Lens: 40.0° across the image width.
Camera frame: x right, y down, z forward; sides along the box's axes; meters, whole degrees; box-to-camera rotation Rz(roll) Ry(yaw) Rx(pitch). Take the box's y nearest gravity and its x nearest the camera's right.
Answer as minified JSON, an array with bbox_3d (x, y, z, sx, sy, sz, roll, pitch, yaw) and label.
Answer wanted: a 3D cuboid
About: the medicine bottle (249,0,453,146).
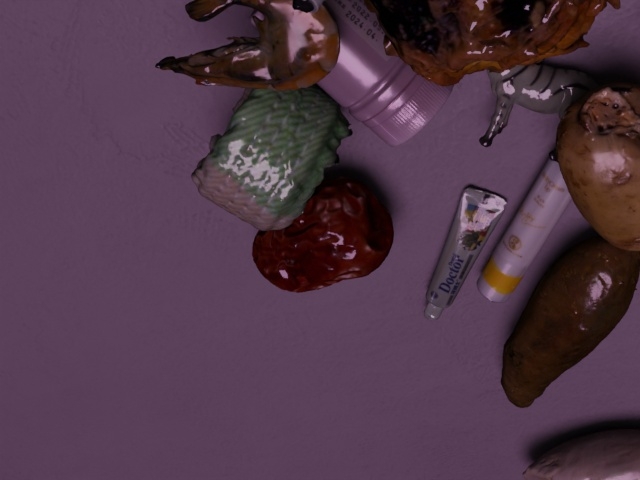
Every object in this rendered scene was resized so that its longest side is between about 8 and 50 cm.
[{"bbox_3d":[0.042,-0.245,1.122,0.250,0.133,0.133,41,126,-15],"label":"medicine bottle"}]

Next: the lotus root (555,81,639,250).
[{"bbox_3d":[0.395,-0.082,1.111,0.160,0.146,0.284,-42,136,1],"label":"lotus root"}]

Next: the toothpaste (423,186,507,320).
[{"bbox_3d":[0.210,0.028,1.354,0.067,0.037,0.255,19,126,0],"label":"toothpaste"}]

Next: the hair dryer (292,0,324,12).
[{"bbox_3d":[0.044,-0.341,0.995,0.131,0.236,0.073,37,159,-15],"label":"hair dryer"}]

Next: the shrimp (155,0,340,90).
[{"bbox_3d":[-0.101,-0.243,1.051,0.255,0.059,0.145,8,133,19],"label":"shrimp"}]

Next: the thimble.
[{"bbox_3d":[-0.067,-0.122,1.196,0.150,0.219,0.219,32,128,-11],"label":"thimble"}]

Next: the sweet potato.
[{"bbox_3d":[0.362,0.141,1.346,0.131,0.130,0.422,19,131,0],"label":"sweet potato"}]

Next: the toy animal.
[{"bbox_3d":[0.279,-0.199,1.134,0.217,0.073,0.176,11,127,-2],"label":"toy animal"}]

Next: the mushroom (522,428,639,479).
[{"bbox_3d":[0.512,0.381,1.493,0.350,0.128,0.128,-18,121,21],"label":"mushroom"}]

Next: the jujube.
[{"bbox_3d":[0.000,0.000,1.317,0.230,0.155,0.155,-30,115,38],"label":"jujube"}]

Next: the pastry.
[{"bbox_3d":[0.145,-0.352,0.841,0.292,0.338,0.404,18,118,51],"label":"pastry"}]

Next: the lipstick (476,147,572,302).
[{"bbox_3d":[0.304,-0.018,1.276,0.059,0.059,0.264,21,129,-2],"label":"lipstick"}]
